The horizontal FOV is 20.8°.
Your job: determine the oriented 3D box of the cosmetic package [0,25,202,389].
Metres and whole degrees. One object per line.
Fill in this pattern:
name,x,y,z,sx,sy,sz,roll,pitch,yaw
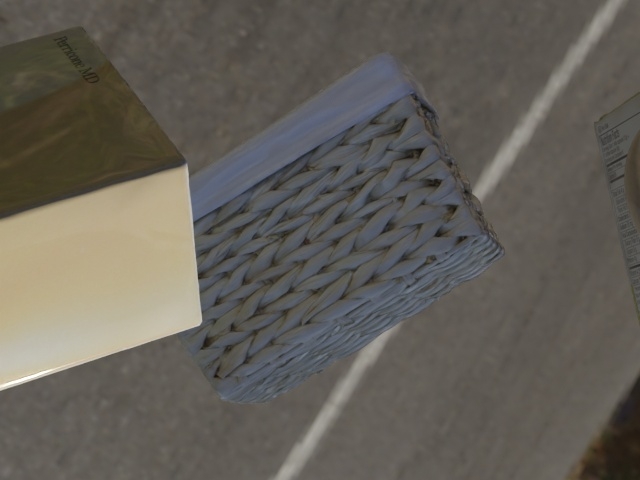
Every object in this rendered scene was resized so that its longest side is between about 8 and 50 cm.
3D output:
cosmetic package,-0.086,0.002,0.325,0.115,0.060,0.041,-19,130,-21

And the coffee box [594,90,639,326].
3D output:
coffee box,0.483,-0.016,1.560,0.338,0.338,0.334,136,-58,-79

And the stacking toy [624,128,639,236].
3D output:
stacking toy,0.270,-0.101,0.778,0.141,0.141,0.330,-37,165,-41

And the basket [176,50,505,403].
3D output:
basket,0.000,0.000,0.866,0.167,0.103,0.113,-33,168,7
